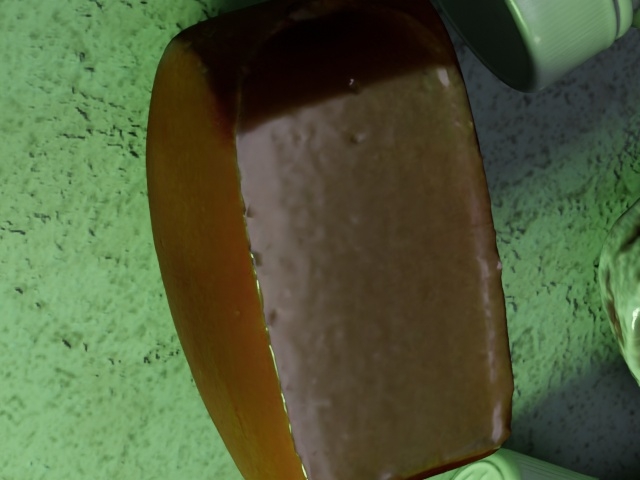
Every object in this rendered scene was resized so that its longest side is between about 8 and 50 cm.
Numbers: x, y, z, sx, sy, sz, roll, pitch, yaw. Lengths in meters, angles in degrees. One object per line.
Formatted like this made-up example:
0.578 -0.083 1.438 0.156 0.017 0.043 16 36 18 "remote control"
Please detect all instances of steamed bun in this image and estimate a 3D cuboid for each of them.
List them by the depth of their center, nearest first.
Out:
0.000 0.000 1.408 0.235 0.248 0.379 -17 106 -19 "steamed bun"

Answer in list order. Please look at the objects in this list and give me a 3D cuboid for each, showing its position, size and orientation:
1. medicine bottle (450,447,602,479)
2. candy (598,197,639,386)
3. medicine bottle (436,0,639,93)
0.288 0.327 1.686 0.395 0.242 0.242 16 103 -20 "medicine bottle"
0.363 0.057 1.644 0.214 0.157 0.289 -31 127 6 "candy"
0.249 -0.275 1.429 0.340 0.208 0.208 -33 120 -8 "medicine bottle"
